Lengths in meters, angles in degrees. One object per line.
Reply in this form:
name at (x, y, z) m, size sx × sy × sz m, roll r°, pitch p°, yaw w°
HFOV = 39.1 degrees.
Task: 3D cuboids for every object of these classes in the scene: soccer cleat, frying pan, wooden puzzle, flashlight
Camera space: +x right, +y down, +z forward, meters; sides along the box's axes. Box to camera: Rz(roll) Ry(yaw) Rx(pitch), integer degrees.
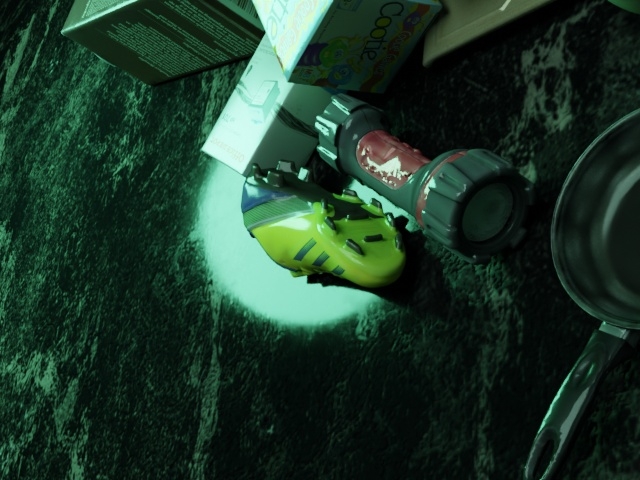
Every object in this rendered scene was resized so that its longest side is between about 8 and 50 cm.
soccer cleat at (0.001, 0.000, 1.025) m, size 0.289 × 0.093 × 0.121 m, roll 34°, pitch 126°, yaw 49°
frying pan at (0.262, 0.039, 0.688) m, size 0.197 × 0.053 × 0.326 m, roll -13°, pitch 60°, yaw 46°
wooden puzzle at (0.208, -0.322, 1.000) m, size 0.238 × 0.044 × 0.221 m, roll -24°, pitch 51°, yaw 46°
flashlight at (0.090, -0.080, 0.930) m, size 0.103 × 0.103 × 0.304 m, roll -55°, pitch 37°, yaw 6°

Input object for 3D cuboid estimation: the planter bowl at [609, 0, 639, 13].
planter bowl at (0.310, -0.256, 0.769) m, size 0.162 × 0.109 × 0.162 m, roll -29°, pitch 47°, yaw 36°

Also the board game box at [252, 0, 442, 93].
board game box at (0.004, -0.329, 1.081) m, size 0.144 × 0.142 × 0.275 m, roll -54°, pitch 48°, yaw 42°

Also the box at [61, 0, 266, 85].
box at (-0.234, -0.373, 1.444) m, size 0.381 × 0.191 × 0.143 m, roll -3°, pitch 65°, yaw 49°

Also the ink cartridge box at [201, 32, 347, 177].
ink cartridge box at (-0.056, -0.168, 1.185) m, size 0.191 × 0.082 × 0.139 m, roll -60°, pitch 36°, yaw 1°
